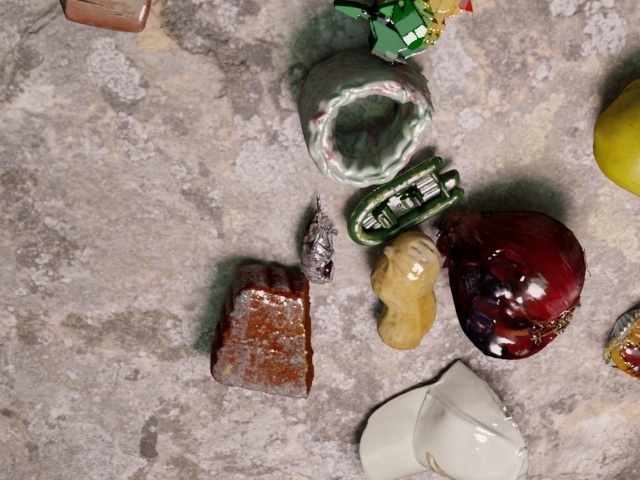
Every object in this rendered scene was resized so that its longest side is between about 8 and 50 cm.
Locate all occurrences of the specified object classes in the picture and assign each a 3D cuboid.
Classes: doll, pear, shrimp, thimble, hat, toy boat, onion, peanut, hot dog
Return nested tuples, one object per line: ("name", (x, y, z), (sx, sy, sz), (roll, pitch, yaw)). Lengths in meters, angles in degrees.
("doll", (0.132, -0.345, 1.786), (0.186, 0.106, 0.134), (-31, 110, 13))
("pear", (0.533, -0.155, 1.914), (0.200, 0.200, 0.200), (-3, 124, -5))
("shrimp", (0.000, 0.000, 2.024), (0.065, 0.056, 0.165), (-3, 119, -21))
("thimble", (0.072, -0.194, 1.854), (0.211, 0.149, 0.185), (-21, 121, 6))
("hat", (0.224, 0.390, 2.247), (0.301, 0.168, 0.257), (-22, 123, 7))
("toy boat", (0.137, -0.060, 2.006), (0.210, 0.052, 0.104), (-31, 124, 12))
("onion", (0.322, 0.076, 2.029), (0.281, 0.221, 0.281), (16, 131, 19))
("peanut", (0.147, 0.090, 2.072), (0.117, 0.101, 0.263), (12, 136, 18))
("hot dog", (0.646, 0.212, 2.235), (0.270, 0.082, 0.162), (24, 116, -20))

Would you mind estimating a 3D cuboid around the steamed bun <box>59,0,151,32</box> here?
("steamed bun", (-0.302, -0.387, 1.708), (0.145, 0.106, 0.175), (7, 108, -6))

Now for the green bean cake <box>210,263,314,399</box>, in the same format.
("green bean cake", (-0.080, 0.155, 2.094), (0.199, 0.097, 0.232), (8, 122, -11))
